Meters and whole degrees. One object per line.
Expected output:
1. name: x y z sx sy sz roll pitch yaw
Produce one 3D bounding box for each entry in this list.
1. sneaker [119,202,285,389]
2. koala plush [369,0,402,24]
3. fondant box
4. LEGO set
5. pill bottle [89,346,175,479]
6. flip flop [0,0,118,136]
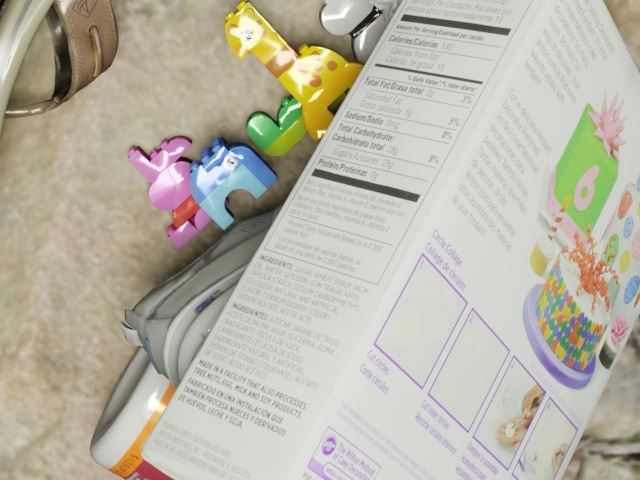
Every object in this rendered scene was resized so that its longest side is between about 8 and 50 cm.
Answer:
1. sneaker: 0.000 0.000 0.748 0.281 0.115 0.105 -27 122 -34
2. koala plush: 0.040 -0.246 0.686 0.196 0.203 0.221 -50 133 -16
3. fondant box: 0.078 0.035 0.680 0.330 0.096 0.238 -60 138 -14
4. LEGO set: -0.040 -0.096 0.758 0.227 0.087 0.093 -43 104 5
5. pill bottle: -0.030 0.143 0.801 0.221 0.121 0.121 32 100 -11
6. flip flop: -0.155 -0.146 0.735 0.080 0.112 0.277 24 96 -25
